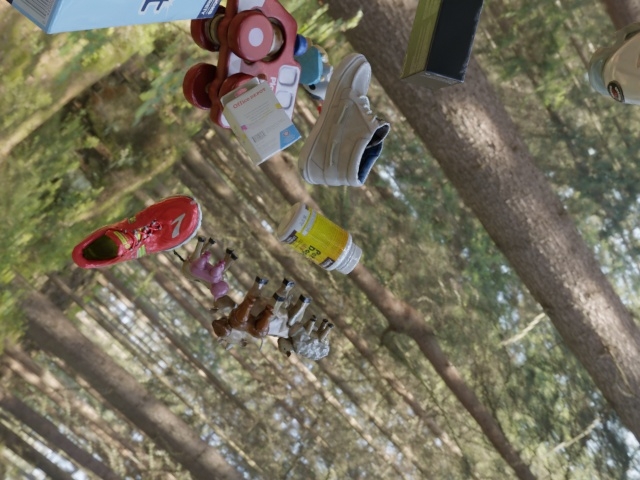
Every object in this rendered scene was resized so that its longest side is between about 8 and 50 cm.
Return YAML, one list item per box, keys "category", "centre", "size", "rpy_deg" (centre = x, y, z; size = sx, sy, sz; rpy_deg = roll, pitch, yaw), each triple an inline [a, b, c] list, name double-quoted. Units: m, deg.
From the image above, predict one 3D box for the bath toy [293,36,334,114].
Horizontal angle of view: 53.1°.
- category: "bath toy"
  centre: [0.006, -0.434, 1.799]
  size: [0.129, 0.348, 0.151]
  rpy_deg: [0, -103, 22]

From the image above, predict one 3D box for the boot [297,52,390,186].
- category: "boot"
  centre: [0.065, -0.201, 1.079]
  size: [0.123, 0.095, 0.258]
  rpy_deg: [12, -108, 29]

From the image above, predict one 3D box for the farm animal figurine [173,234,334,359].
- category: "farm animal figurine"
  centre: [-0.172, 0.157, 1.466]
  size: [0.172, 0.327, 0.330]
  rpy_deg: [-59, -141, 15]

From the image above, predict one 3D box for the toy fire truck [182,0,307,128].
- category: "toy fire truck"
  centre: [-0.142, -0.383, 1.397]
  size: [0.169, 0.302, 0.254]
  rpy_deg: [25, -160, 39]

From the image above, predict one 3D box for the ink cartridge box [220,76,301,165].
- category: "ink cartridge box"
  centre: [-0.121, -0.231, 1.234]
  size: [0.092, 0.143, 0.090]
  rpy_deg: [-33, -173, -12]

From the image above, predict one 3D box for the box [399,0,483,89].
- category: "box"
  centre: [0.282, -0.492, 1.468]
  size: [0.184, 0.103, 0.261]
  rpy_deg: [-146, -111, -74]

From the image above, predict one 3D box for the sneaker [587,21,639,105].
- category: "sneaker"
  centre: [0.532, -0.272, 0.820]
  size: [0.330, 0.122, 0.146]
  rpy_deg: [-36, -150, 12]

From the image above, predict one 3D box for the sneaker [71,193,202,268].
- category: "sneaker"
  centre: [-0.366, -0.005, 1.277]
  size: [0.279, 0.107, 0.118]
  rpy_deg: [-24, -174, 9]

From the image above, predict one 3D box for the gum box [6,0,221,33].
- category: "gum box"
  centre: [-0.088, -0.206, 0.384]
  size: [0.157, 0.041, 0.184]
  rpy_deg: [-53, 178, 28]

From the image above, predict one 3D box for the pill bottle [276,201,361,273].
- category: "pill bottle"
  centre: [0.000, 0.000, 1.685]
  size: [0.117, 0.215, 0.117]
  rpy_deg: [-50, -162, 23]
